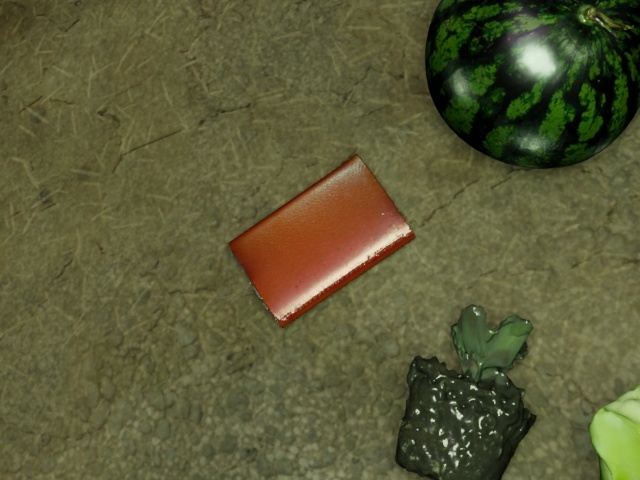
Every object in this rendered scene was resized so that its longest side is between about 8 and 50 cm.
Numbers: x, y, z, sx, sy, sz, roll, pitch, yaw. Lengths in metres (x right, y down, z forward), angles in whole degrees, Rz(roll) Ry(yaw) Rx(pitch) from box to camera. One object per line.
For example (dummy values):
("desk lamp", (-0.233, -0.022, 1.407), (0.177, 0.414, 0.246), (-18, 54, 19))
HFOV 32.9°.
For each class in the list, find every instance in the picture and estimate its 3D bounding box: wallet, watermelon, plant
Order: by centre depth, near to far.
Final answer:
("plant", (0.166, 0.176, 1.194), (0.131, 0.142, 0.203), (11, 82, 29))
("watermelon", (0.249, -0.217, 1.254), (0.269, 0.269, 0.269), (-5, 69, 14))
("wallet", (0.000, 0.000, 1.351), (0.204, 0.045, 0.142), (-35, 63, 1))

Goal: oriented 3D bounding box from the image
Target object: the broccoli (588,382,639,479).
("broccoli", (0.355, 0.346, 0.976), (0.275, 0.353, 0.397), (9, 82, 61))
